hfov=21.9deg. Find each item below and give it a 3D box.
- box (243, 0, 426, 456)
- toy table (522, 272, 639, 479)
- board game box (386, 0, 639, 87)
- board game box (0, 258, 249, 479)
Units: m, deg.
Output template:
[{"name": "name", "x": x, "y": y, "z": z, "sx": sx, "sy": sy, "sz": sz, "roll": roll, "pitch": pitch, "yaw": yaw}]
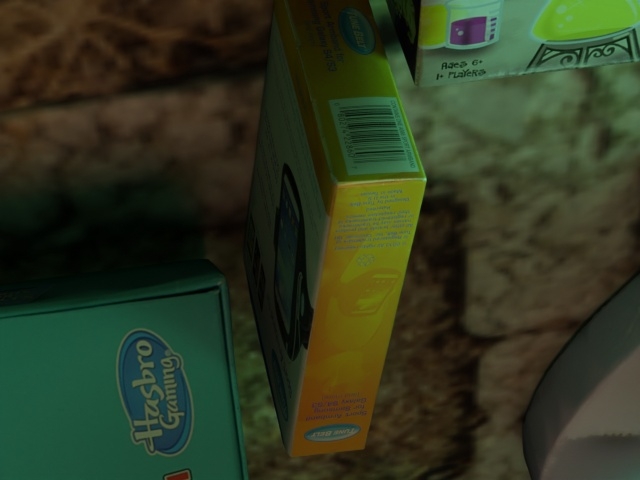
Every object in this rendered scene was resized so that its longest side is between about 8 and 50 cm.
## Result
[{"name": "box", "x": 0.000, "y": 0.000, "z": 0.480, "sx": 0.028, "sy": 0.081, "sz": 0.136, "roll": -6, "pitch": 140, "yaw": -11}, {"name": "toy table", "x": 0.205, "y": 0.083, "z": 0.577, "sx": 0.252, "sy": 0.161, "sz": 0.274, "roll": 17, "pitch": 133, "yaw": -32}, {"name": "board game box", "x": 0.191, "y": -0.143, "z": 0.397, "sx": 0.346, "sy": 0.056, "sz": 0.208, "roll": -8, "pitch": 136, "yaw": -7}, {"name": "board game box", "x": -0.181, "y": 0.152, "z": 0.492, "sx": 0.336, "sy": 0.254, "sz": 0.079, "roll": -7, "pitch": -175, "yaw": -7}]
